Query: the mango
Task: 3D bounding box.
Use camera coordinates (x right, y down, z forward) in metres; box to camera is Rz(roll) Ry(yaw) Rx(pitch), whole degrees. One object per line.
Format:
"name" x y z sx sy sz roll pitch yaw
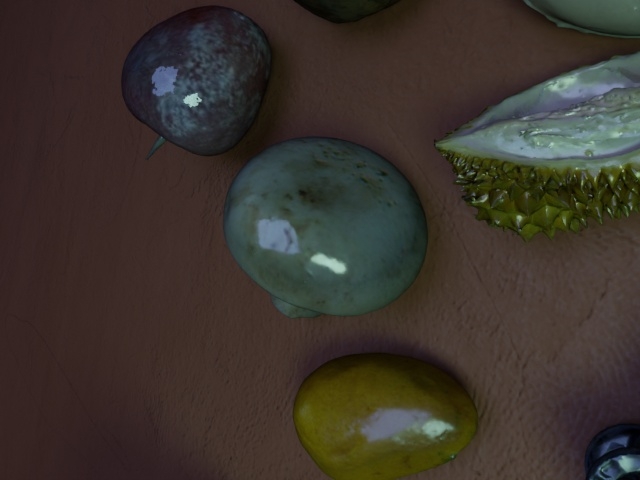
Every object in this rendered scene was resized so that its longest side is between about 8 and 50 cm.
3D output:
"mango" 0.066 0.203 0.571 0.228 0.109 0.147 -7 52 36

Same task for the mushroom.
"mushroom" 0.000 0.000 0.622 0.244 0.244 0.243 -9 75 35

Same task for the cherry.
"cherry" -0.203 -0.243 0.800 0.236 0.213 0.285 44 97 26

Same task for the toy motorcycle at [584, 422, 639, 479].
"toy motorcycle" 0.348 0.153 0.370 0.213 0.125 0.358 28 100 28

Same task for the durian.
"durian" 0.257 -0.087 0.481 0.250 0.183 0.137 -17 107 30

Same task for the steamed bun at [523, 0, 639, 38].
"steamed bun" 0.315 -0.387 0.432 0.375 0.241 0.374 -9 73 32

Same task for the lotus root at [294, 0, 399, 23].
"lotus root" 0.032 -0.426 0.684 0.272 0.192 0.272 -16 61 31
